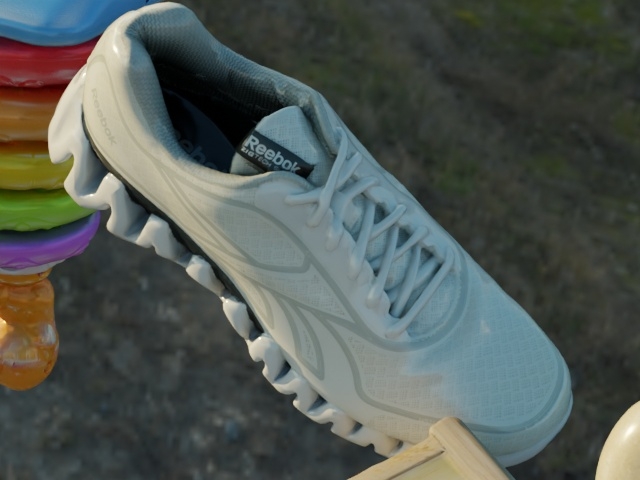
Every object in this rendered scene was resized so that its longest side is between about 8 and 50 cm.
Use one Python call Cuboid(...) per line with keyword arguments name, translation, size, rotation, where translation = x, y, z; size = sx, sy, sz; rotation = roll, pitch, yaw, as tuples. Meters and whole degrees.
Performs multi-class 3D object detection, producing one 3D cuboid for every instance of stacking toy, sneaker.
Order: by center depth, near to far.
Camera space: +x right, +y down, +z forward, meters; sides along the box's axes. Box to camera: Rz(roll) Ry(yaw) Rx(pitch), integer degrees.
Cuboid(name="sneaker", translation=(0.000, 0.000, 0.884), size=(0.292, 0.118, 0.110), rotation=(37, 60, 2))
Cuboid(name="stacking toy", translation=(-0.181, -0.043, 1.141), size=(0.166, 0.301, 0.175), rotation=(15, 28, 20))

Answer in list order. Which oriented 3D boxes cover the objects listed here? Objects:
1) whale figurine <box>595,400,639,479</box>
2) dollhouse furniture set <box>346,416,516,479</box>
Cuboid(name="whale figurine", translation=(0.321, 0.146, 1.297), size=(0.216, 0.272, 0.141), rotation=(51, 14, 20))
Cuboid(name="dollhouse furniture set", translation=(0.021, 0.318, 0.881), size=(0.256, 0.394, 0.362), rotation=(-25, 40, -15))
